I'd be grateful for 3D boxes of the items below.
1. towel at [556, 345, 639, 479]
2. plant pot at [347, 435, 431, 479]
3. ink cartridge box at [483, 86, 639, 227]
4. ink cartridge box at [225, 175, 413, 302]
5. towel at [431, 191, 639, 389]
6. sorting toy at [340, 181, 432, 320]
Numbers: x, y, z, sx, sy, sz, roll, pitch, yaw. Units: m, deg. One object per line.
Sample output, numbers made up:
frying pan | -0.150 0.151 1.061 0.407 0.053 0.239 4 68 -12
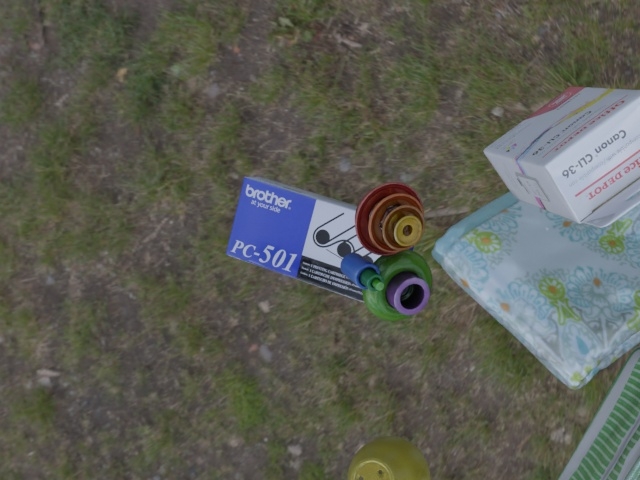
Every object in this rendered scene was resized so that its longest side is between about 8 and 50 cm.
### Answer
towel | 0.268 0.192 0.752 0.038 0.325 0.248 32 88 15
plant pot | 0.096 0.373 1.299 0.134 0.095 0.134 -5 75 21
ink cartridge box | 0.243 -0.082 0.765 0.115 0.198 0.067 -37 105 -1
ink cartridge box | 0.000 0.000 0.956 0.207 0.046 0.097 18 101 18
towel | 0.419 0.029 1.350 0.320 0.374 0.090 44 152 33
sorting toy | 0.048 0.015 0.533 0.061 0.042 0.102 -21 115 -15
